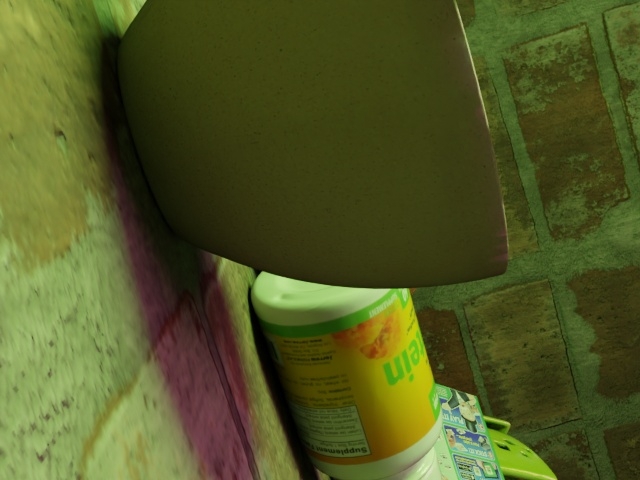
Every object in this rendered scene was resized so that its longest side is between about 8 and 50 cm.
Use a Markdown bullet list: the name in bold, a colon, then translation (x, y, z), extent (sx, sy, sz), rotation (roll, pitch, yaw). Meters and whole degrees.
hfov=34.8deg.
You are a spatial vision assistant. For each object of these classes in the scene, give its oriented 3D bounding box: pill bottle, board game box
- **pill bottle**: translation (0.035, 0.131, 0.937), extent (0.136, 0.136, 0.245), rotation (-100, 173, -67)
- **board game box**: translation (0.151, 0.300, 1.502), extent (0.317, 0.046, 0.213), rotation (23, 41, -40)

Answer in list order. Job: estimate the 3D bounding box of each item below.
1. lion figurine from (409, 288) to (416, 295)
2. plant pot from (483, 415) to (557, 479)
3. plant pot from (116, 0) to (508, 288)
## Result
- **lion figurine**: translation (-0.017, -0.103, 0.965), extent (0.240, 0.142, 0.392), rotation (58, -2, 39)
- **plant pot**: translation (0.234, 0.415, 1.767), extent (0.207, 0.228, 0.227), rotation (-115, -136, -60)
- **plant pot**: translation (-0.016, -0.090, 0.646), extent (0.284, 0.191, 0.284), rotation (-16, 90, -87)
